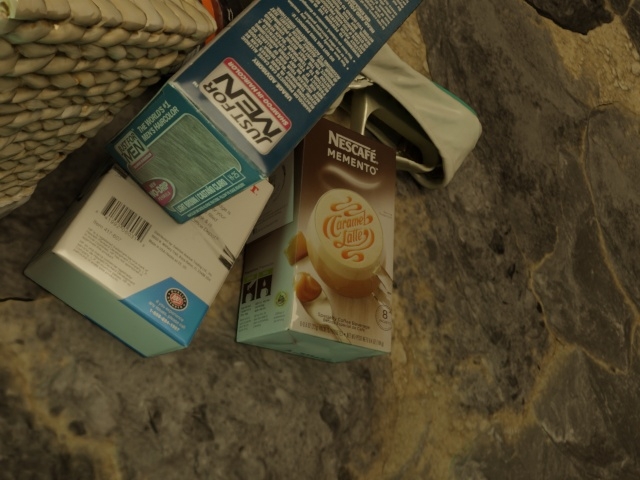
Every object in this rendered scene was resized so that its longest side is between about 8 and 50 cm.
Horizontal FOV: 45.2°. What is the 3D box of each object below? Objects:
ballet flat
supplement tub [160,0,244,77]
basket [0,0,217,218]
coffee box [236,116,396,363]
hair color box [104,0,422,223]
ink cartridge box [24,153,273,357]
[{"bbox_3d":[0.047,-0.183,0.951,0.400,0.139,0.139,29,59,-32],"label":"ballet flat"},{"bbox_3d":[-0.173,-0.219,0.784,0.198,0.106,0.106,-16,87,-42],"label":"supplement tub"},{"bbox_3d":[-0.286,-0.178,0.475,0.331,0.266,0.328,56,15,-6],"label":"basket"},{"bbox_3d":[0.000,0.000,0.859,0.141,0.098,0.246,18,65,-35],"label":"coffee box"},{"bbox_3d":[-0.024,-0.180,0.706,0.105,0.174,0.347,47,60,-14],"label":"hair color box"},{"bbox_3d":[-0.157,-0.014,0.742,0.148,0.086,0.203,41,54,-21],"label":"ink cartridge box"}]
